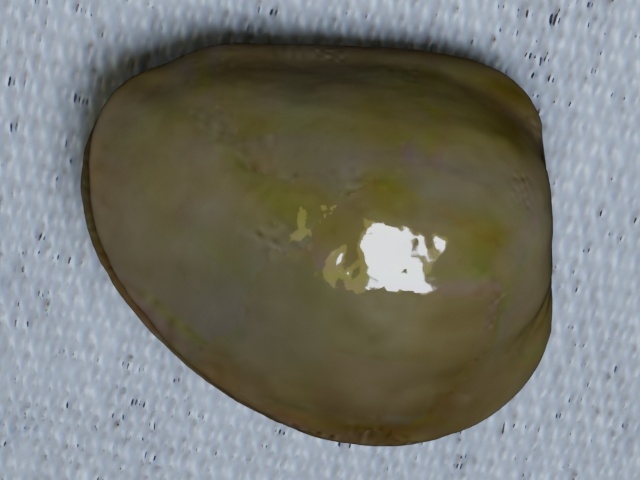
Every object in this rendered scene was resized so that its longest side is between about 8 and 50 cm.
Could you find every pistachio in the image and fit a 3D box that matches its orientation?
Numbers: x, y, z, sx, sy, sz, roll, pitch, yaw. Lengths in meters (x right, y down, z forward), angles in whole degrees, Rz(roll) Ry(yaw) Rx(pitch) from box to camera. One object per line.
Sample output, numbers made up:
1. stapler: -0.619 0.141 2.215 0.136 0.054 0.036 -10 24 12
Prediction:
1. pistachio: 0.000 0.000 1.049 0.260 0.163 0.213 5 79 -6
